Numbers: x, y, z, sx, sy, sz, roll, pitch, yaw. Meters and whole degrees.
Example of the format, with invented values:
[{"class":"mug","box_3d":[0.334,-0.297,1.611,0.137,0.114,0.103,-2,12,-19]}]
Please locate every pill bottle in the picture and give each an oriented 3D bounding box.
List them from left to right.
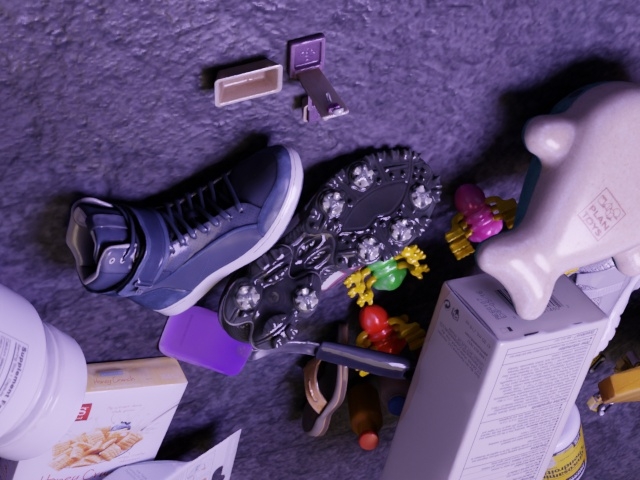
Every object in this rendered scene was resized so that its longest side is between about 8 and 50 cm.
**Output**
[{"class":"pill bottle","box_3d":[-0.348,0.095,1.216,0.160,0.160,0.283,-38,142,11]},{"class":"pill bottle","box_3d":[0.318,0.290,1.919,0.103,0.103,0.184,-27,143,-3]}]

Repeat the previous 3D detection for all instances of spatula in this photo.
[{"class":"spatula","box_3d":[-0.024,0.121,1.495,0.296,0.030,0.084,9,130,-18]}]

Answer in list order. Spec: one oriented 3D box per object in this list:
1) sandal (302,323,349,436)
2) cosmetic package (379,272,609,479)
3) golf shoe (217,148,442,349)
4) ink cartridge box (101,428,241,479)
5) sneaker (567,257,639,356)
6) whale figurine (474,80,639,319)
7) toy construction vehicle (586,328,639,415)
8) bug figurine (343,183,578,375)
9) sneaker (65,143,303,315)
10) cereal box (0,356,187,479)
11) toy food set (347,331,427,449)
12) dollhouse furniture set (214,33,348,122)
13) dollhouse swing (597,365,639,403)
[{"class":"sandal","box_3d":[-0.001,0.169,1.614,0.049,0.072,0.180,10,136,-12]},{"class":"cosmetic package","box_3d":[0.188,0.185,1.533,0.160,0.113,0.309,-8,131,-31]},{"class":"golf shoe","box_3d":[0.000,0.000,1.401,0.273,0.105,0.120,-38,-170,-15]},{"class":"ink cartridge box","box_3d":[-0.205,0.318,1.603,0.232,0.066,0.189,-36,154,-39]},{"class":"sneaker","box_3d":[0.318,0.045,1.664,0.115,0.105,0.281,21,115,-28]},{"class":"whale figurine","box_3d":[0.265,-0.046,1.433,0.272,0.141,0.216,-46,113,-9]},{"class":"toy construction vehicle","box_3d":[0.379,0.172,1.839,0.035,0.086,0.098,14,126,-35]},{"class":"bug figurine","box_3d":[0.140,0.035,1.538,0.279,0.072,0.216,-25,137,2]},{"class":"sneaker","box_3d":[-0.133,-0.020,1.283,0.226,0.086,0.163,-44,143,20]},{"class":"cereal box","box_3d":[-0.262,0.228,1.517,0.173,0.047,0.240,-3,136,-32]},{"class":"toy food set","box_3d":[0.151,0.182,1.642,0.232,0.104,0.111,-2,118,-2]},{"class":"dollhouse furniture set","box_3d":[-0.034,-0.116,1.241,0.114,0.081,0.091,-16,141,-17]},{"class":"dollhouse swing","box_3d":[0.530,0.046,1.730,0.305,0.315,0.347,-5,174,36]}]
